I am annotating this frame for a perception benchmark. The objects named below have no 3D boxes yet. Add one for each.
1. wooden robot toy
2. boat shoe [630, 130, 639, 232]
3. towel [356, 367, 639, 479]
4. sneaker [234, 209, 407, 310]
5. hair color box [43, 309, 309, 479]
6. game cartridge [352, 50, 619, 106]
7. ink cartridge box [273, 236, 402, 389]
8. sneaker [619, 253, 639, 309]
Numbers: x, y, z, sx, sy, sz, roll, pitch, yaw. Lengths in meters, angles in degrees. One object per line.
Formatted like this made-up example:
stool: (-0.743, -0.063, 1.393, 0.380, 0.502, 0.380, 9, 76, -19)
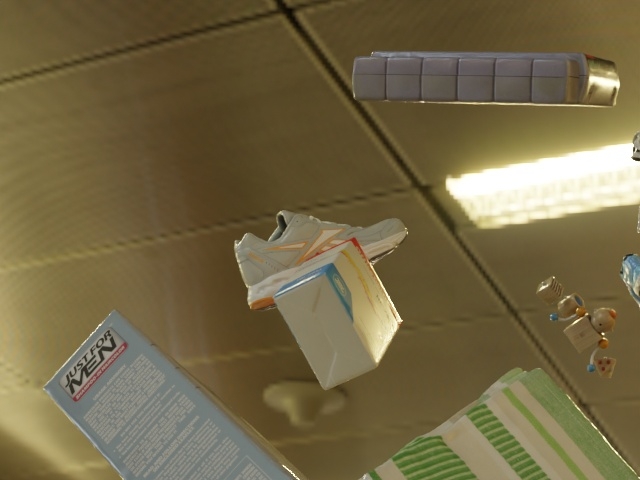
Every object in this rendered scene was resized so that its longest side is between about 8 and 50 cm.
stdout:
wooden robot toy: (0.399, 0.116, 2.044, 0.079, 0.173, 0.076, -38, -5, 31)
boat shoe: (0.528, -0.139, 2.174, 0.088, 0.267, 0.096, 0, 1, 2)
towel: (0.195, 0.262, 1.326, 0.325, 0.248, 0.038, -23, -23, -49)
sneaker: (0.000, 0.000, 1.969, 0.262, 0.121, 0.099, -21, -8, -25)
hair color box: (-0.090, 0.230, 1.314, 0.374, 0.113, 0.185, 36, -8, 45)
game cartridge: (0.197, -0.176, 1.529, 0.230, 0.068, 0.355, -1, 5, 19)
ink cartridge box: (0.030, 0.082, 1.751, 0.078, 0.134, 0.231, -27, 7, 18)
sneaker: (0.504, 0.061, 2.170, 0.063, 0.073, 0.162, -36, -28, 1)
